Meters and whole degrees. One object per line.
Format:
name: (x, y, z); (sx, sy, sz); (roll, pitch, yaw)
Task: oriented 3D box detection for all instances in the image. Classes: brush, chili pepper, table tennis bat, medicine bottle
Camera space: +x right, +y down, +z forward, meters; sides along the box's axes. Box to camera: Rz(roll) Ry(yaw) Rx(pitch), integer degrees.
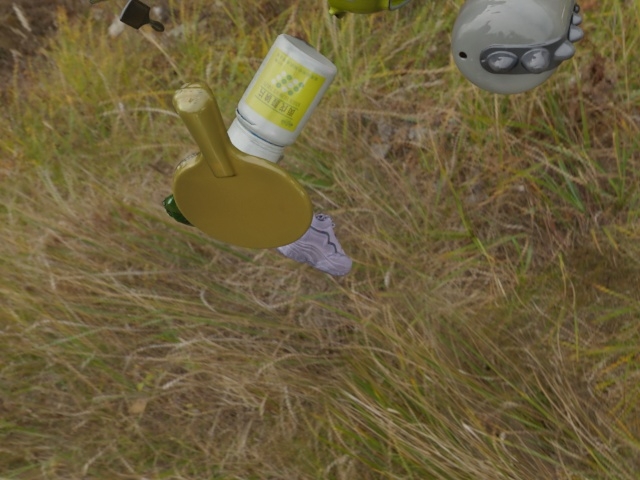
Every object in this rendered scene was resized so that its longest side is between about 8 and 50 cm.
brush: (-0.413, -0.522, 1.765); (0.016, 0.193, 0.063); (37, 100, 8)
chili pepper: (-0.219, -0.077, 1.340); (0.108, 0.216, 0.062); (-11, 78, -20)
table tennis bat: (-0.121, -0.083, 1.004); (0.198, 0.321, 0.050); (2, 55, 16)
medicine bottle: (-0.087, -0.280, 1.538); (0.143, 0.143, 0.258); (47, 114, 31)

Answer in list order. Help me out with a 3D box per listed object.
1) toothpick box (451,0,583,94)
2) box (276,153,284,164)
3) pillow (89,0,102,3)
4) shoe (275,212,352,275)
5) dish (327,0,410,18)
toothpick box: (0.367, -0.403, 1.376); (0.229, 0.229, 0.316); (1, 46, 24)
box: (-0.133, -0.223, 1.771); (0.045, 0.062, 0.098); (-43, 52, 4)
pillow: (-0.266, -0.477, 1.237); (0.212, 0.208, 0.052); (-31, 100, 38)
shoe: (0.000, 0.000, 1.834); (0.095, 0.245, 0.137); (35, 99, 48)
dish: (0.119, -0.477, 1.275); (0.221, 0.262, 0.108); (-35, 70, -23)
